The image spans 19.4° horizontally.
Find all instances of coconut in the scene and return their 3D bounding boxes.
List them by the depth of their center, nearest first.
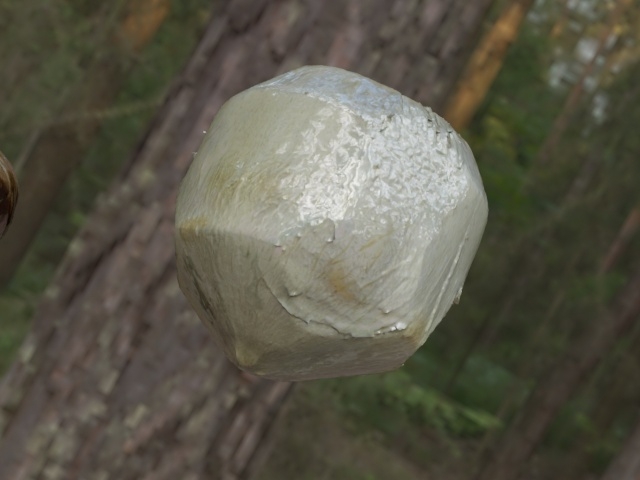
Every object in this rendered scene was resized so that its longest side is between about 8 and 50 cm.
[{"bbox_3d":[0.002,0.001,0.986,0.161,0.162,0.161,21,-14,5],"label":"coconut"}]

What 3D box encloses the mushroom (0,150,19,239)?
[{"bbox_3d":[-0.194,-0.009,0.783,0.135,0.080,0.170,-3,-21,-10],"label":"mushroom"}]
